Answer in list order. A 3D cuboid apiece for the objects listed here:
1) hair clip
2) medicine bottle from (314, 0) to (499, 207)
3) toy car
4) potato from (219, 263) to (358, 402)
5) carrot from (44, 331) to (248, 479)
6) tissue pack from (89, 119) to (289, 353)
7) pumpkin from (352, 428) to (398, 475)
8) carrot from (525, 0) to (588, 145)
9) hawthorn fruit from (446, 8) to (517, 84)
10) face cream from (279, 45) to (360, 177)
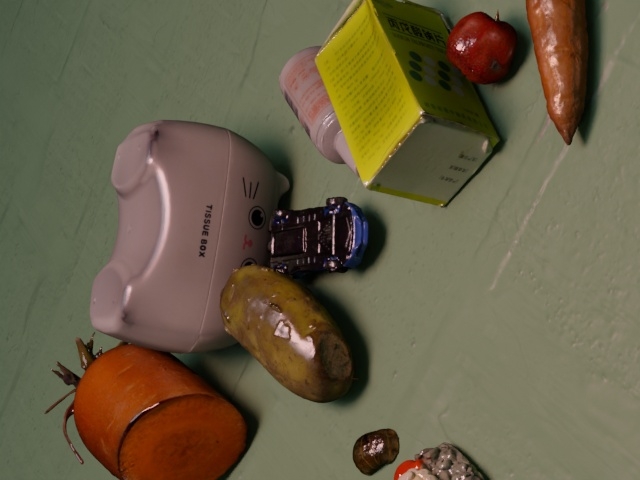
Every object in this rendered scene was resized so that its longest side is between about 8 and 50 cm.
[{"bbox_3d":[0.080,0.386,1.544,0.138,0.091,0.321,40,110,54],"label":"hair clip"},{"bbox_3d":[0.107,-0.181,1.654,0.141,0.137,0.250,-53,42,36],"label":"medicine bottle"},{"bbox_3d":[0.000,0.000,1.799,0.216,0.063,0.103,-9,78,51],"label":"toy car"},{"bbox_3d":[-0.039,0.124,1.755,0.251,0.113,0.149,34,144,34],"label":"potato"},{"bbox_3d":[-0.270,0.262,1.963,0.214,0.193,0.331,-50,37,-5],"label":"carrot"},{"bbox_3d":[-0.190,0.001,1.924,0.229,0.236,0.333,-6,73,64],"label":"tissue pack"},{"bbox_3d":[0.064,0.265,1.660,0.083,0.028,0.050,-36,50,36],"label":"pumpkin"},{"bbox_3d":[0.274,-0.206,1.502,0.072,0.072,0.205,-19,67,49],"label":"carrot"},{"bbox_3d":[0.200,-0.239,1.600,0.093,0.093,0.093,-22,62,48],"label":"hawthorn fruit"},{"bbox_3d":[0.031,-0.160,1.781,0.101,0.101,0.252,-56,41,25],"label":"face cream"}]
